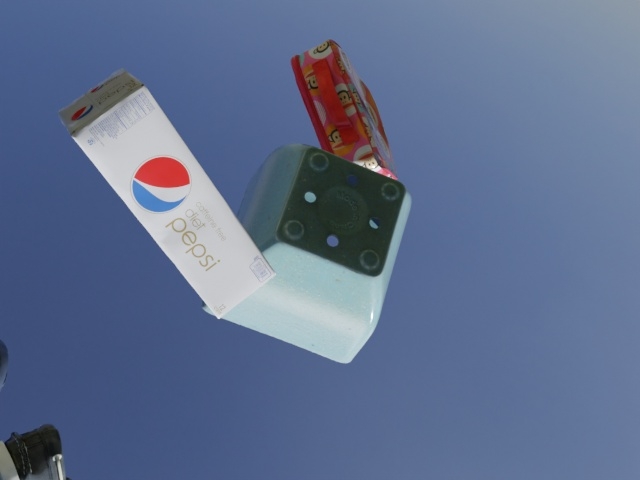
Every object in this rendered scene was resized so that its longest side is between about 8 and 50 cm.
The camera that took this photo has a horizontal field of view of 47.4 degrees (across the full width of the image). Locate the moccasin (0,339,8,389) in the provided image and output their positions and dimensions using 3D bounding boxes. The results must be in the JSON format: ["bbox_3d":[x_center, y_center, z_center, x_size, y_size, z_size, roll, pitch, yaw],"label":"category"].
[{"bbox_3d":[-0.614,0.332,1.253,0.138,0.341,0.117,24,166,1],"label":"moccasin"}]

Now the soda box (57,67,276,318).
[{"bbox_3d":[-0.127,-0.036,0.628,0.069,0.216,0.074,-38,-145,-9],"label":"soda box"}]

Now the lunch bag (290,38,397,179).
[{"bbox_3d":[0.048,-0.243,1.451,0.258,0.120,0.293,21,-132,-73],"label":"lunch bag"}]

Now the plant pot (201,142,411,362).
[{"bbox_3d":[0.000,0.000,1.041,0.248,0.252,0.247,22,-114,-7],"label":"plant pot"}]

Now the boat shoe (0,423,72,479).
[{"bbox_3d":[-0.401,0.377,1.061,0.091,0.302,0.114,-22,-125,-29],"label":"boat shoe"}]
